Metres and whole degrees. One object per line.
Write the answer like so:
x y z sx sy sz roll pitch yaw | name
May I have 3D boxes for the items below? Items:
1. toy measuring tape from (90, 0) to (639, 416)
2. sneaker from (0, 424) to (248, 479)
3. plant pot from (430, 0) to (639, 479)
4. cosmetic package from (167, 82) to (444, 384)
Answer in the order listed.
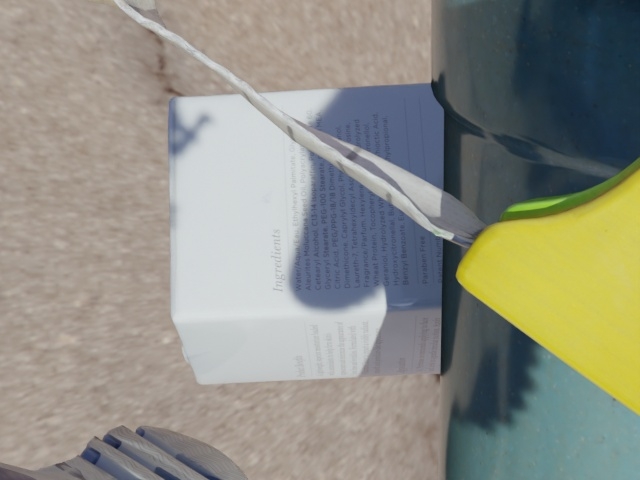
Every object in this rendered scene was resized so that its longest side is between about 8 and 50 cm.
0.084 -0.027 0.410 0.330 0.121 0.121 36 93 13 | toy measuring tape
-0.178 0.232 0.963 0.127 0.315 0.182 26 104 32 | sneaker
0.196 0.026 0.720 0.341 0.341 0.334 6 107 6 | plant pot
0.000 0.000 0.986 0.184 0.151 0.151 -2 69 0 | cosmetic package
